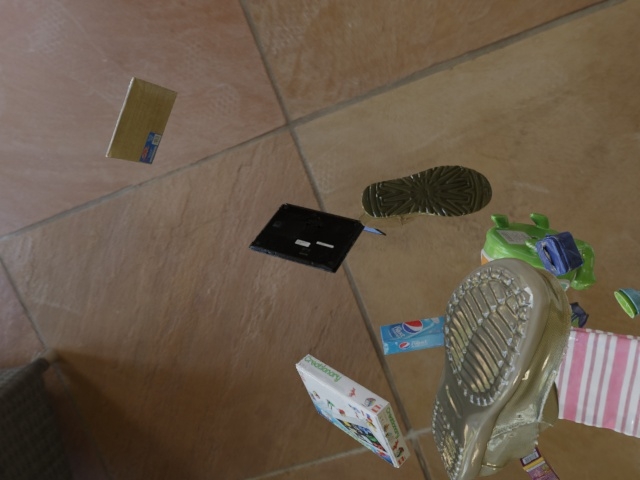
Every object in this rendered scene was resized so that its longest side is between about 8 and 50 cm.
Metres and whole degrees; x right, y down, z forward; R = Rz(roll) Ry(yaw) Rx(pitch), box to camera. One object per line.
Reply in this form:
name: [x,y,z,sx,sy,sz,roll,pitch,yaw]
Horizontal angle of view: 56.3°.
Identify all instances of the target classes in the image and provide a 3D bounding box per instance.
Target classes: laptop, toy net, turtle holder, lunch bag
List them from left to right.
laptop: [0.000,0.000,1.475,0.234,0.264,0.136,14,139,26]
turtle holder: [0.589,0.062,1.650,0.243,0.320,0.227,33,124,42]
lunch bag: [0.531,0.028,1.343,0.065,0.067,0.098,-23,86,-21]
toy net: [0.740,0.204,1.316,0.045,0.122,0.232,-32,54,6]

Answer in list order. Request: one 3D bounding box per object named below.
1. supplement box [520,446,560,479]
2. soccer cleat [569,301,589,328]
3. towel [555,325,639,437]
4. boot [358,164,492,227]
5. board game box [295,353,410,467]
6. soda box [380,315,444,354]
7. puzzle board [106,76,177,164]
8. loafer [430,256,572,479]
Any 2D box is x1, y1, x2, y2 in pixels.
supplement box: [0.521,0.543,1.427,0.055,0.043,0.083,-35,106,12]
soccer cleat: [0.649,0.271,1.714,0.121,0.289,0.093,-28,68,-27]
towel: [0.381,0.196,0.848,0.197,0.029,0.144,8,104,26]
boot: [0.187,-0.074,1.151,0.236,0.269,0.089,-1,86,6]
board game box: [0.075,0.419,1.494,0.053,0.305,0.192,-38,125,-25]
soda box: [0.301,0.303,1.909,0.210,0.067,0.071,-10,134,1]
puzzle board: [-0.281,-0.185,0.943,0.011,0.096,0.128,28,102,24]
loafer: [0.161,0.115,0.521,0.092,0.102,0.268,-9,136,-13]
